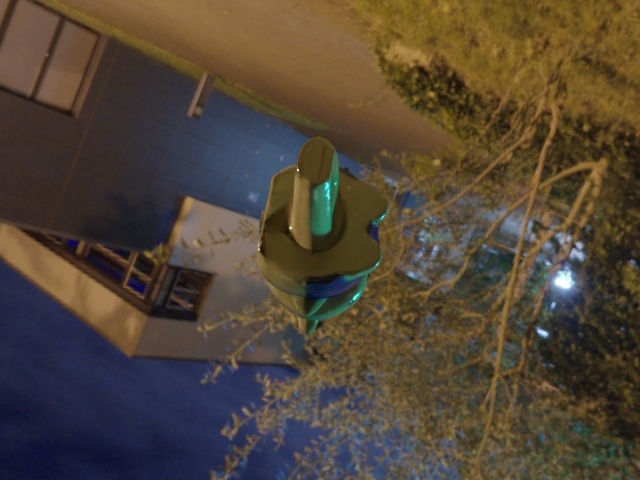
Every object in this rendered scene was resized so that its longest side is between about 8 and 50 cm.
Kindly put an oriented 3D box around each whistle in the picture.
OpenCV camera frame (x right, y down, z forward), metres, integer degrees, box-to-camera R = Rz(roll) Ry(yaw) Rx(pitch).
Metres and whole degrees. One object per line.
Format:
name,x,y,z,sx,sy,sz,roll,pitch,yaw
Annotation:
whistle,0.000,0.000,0.509,0.092,0.110,0.244,11,157,2
